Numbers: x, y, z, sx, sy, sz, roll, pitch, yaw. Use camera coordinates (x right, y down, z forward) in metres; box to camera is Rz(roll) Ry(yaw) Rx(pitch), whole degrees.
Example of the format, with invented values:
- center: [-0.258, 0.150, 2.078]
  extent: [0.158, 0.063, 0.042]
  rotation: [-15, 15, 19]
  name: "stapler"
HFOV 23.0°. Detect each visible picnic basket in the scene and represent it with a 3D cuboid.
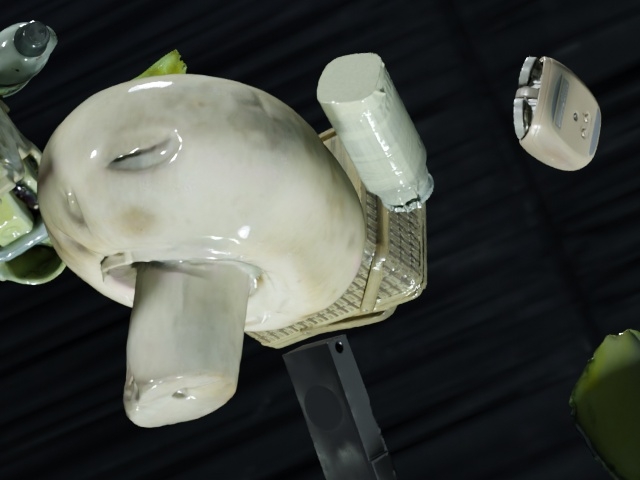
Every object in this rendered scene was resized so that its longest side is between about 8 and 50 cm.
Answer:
- center: [0.000, 0.000, 2.254]
  extent: [0.175, 0.313, 0.228]
  rotation: [33, -134, -41]
  name: "picnic basket"

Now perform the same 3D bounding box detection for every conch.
- center: [-0.260, -0.179, 2.221]
  extent: [0.079, 0.201, 0.095]
  rotation: [47, 176, 17]
  name: "conch"

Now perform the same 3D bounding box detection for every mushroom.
- center: [-0.110, -0.013, 1.642]
  extent: [0.353, 0.325, 0.353]
  rotation: [53, 154, 40]
  name: "mushroom"

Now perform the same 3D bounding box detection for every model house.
- center: [0.474, 0.231, 2.096]
  extent: [0.211, 0.170, 0.194]
  rotation: [9, -155, -37]
  name: "model house"

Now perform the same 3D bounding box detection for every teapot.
- center: [0.069, -0.129, 1.789]
  extent: [0.200, 0.077, 0.107]
  rotation: [60, -146, -45]
  name: "teapot"

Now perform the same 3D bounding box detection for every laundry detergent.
- center: [-0.405, -0.248, 2.097]
  extent: [0.226, 0.099, 0.070]
  rotation: [-21, 89, 64]
  name: "laundry detergent"

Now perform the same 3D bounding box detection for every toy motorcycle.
- center: [-0.425, -0.071, 1.921]
  extent: [0.237, 0.169, 0.410]
  rotation: [56, -175, 19]
  name: "toy motorcycle"

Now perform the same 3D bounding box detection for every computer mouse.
- center: [0.362, -0.195, 2.443]
  extent: [0.236, 0.082, 0.145]
  rotation: [25, -106, -54]
  name: "computer mouse"

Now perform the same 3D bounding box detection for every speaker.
- center: [0.029, 0.228, 1.929]
  extent: [0.044, 0.082, 0.218]
  rotation: [-23, -85, -49]
  name: "speaker"
